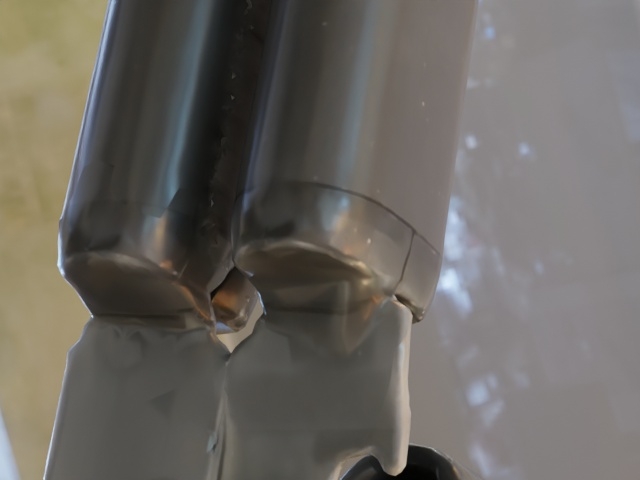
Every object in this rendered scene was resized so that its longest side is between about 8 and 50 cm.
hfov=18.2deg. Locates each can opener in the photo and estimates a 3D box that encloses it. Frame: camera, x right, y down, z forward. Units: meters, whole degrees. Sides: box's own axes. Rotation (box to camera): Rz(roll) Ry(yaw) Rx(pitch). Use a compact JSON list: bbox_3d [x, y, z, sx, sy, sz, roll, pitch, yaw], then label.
[{"bbox_3d":[0.000,0.000,0.388,0.076,0.095,0.283,-3,-114,31],"label":"can opener"}]
